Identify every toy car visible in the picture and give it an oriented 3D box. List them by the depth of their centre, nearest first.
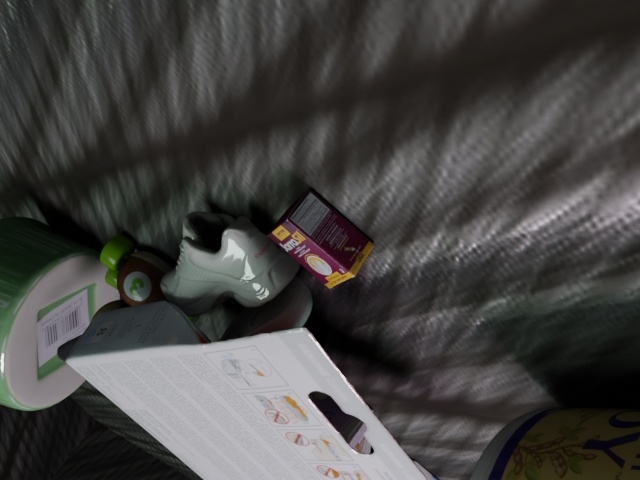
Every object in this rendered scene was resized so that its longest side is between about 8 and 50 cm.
[{"bbox_3d":[-0.290,0.118,0.910,0.155,0.188,0.149,32,151,4],"label":"toy car"}]

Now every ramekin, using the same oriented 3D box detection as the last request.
[{"bbox_3d":[-0.468,0.125,1.007,0.148,0.304,0.303,16,146,17],"label":"ramekin"}]

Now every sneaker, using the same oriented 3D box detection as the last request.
[{"bbox_3d":[-0.127,0.017,0.720,0.232,0.090,0.115,-16,116,45],"label":"sneaker"},{"bbox_3d":[-0.029,0.129,0.767,0.151,0.094,0.256,33,150,-9],"label":"sneaker"}]

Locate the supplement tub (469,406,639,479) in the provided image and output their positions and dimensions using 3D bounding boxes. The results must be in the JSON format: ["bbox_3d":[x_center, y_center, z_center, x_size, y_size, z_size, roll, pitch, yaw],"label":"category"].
[{"bbox_3d":[0.293,0.245,0.445,0.241,0.241,0.331,44,149,-15],"label":"supplement tub"}]

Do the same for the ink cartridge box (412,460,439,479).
[{"bbox_3d":[0.131,0.431,1.036,0.092,0.090,0.143,41,150,-10],"label":"ink cartridge box"}]

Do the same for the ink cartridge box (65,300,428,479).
[{"bbox_3d":[-0.083,0.195,0.766,0.384,0.091,0.308,-13,126,34],"label":"ink cartridge box"}]

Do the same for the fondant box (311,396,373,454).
[{"bbox_3d":[-0.046,0.383,1.008,0.238,0.096,0.331,17,121,27],"label":"fondant box"}]

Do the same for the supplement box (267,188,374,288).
[{"bbox_3d":[0.000,0.000,0.589,0.083,0.043,0.055,40,152,-8],"label":"supplement box"}]
